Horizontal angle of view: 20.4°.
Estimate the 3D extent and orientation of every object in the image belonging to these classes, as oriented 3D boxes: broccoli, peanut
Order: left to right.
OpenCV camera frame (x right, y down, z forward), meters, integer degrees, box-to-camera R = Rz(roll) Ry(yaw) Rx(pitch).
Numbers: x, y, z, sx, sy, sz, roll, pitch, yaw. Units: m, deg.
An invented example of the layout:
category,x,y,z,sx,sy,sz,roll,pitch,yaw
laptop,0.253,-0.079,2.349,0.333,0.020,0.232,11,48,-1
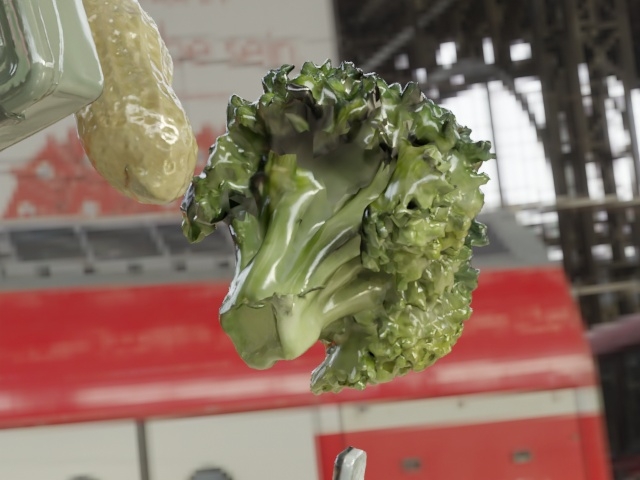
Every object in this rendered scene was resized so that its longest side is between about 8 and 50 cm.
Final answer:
category,x,y,z,sx,sy,sz,roll,pitch,yaw
peanut,-0.159,-0.118,1.437,0.090,0.214,0.098,-26,-30,12
broccoli,-0.006,0.006,1.686,0.293,0.347,0.281,18,36,17

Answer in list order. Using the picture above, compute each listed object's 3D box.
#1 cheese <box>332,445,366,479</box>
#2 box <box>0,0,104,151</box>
category,x,y,z,sx,sy,sz,roll,pitch,yaw
cheese,0.011,0.275,1.377,0.050,0.235,0.127,11,7,18
box,-0.207,-0.137,1.094,0.124,0.172,0.093,-23,-16,25
